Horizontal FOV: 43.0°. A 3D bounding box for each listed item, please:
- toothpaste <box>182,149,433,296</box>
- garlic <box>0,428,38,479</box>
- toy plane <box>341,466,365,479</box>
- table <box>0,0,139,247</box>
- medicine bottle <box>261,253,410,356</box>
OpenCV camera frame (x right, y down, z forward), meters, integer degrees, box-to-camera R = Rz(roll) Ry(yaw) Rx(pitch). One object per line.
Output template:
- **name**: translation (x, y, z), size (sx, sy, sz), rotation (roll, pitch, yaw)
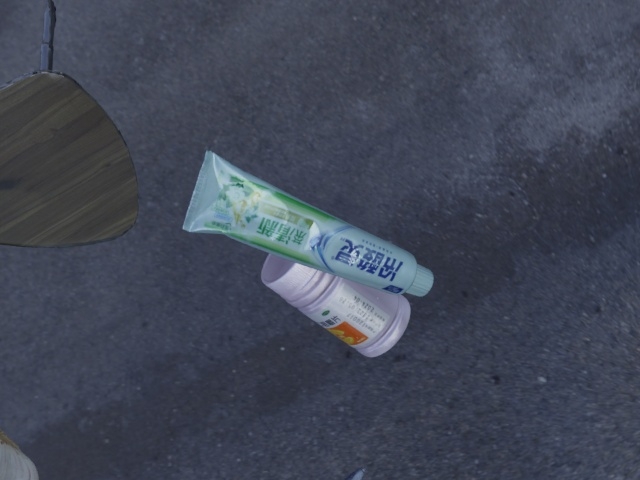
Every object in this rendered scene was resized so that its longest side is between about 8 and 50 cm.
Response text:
- **toothpaste**: translation (0.000, 0.000, 0.797), size (0.048, 0.297, 0.074), rotation (8, 78, 54)
- **garlic**: translation (-0.645, 0.439, 1.428), size (0.245, 0.245, 0.253), rotation (23, 65, 28)
- **toy plane**: translation (-0.001, 0.478, 1.393), size (0.088, 0.267, 0.212), rotation (-11, 110, 60)
- **table**: translation (-0.424, -0.162, 1.230), size (0.317, 0.317, 0.249), rotation (-36, 47, 16)
- **medicine bottle**: translation (0.029, 0.090, 1.425), size (0.133, 0.250, 0.133), rotation (-39, 27, 25)
